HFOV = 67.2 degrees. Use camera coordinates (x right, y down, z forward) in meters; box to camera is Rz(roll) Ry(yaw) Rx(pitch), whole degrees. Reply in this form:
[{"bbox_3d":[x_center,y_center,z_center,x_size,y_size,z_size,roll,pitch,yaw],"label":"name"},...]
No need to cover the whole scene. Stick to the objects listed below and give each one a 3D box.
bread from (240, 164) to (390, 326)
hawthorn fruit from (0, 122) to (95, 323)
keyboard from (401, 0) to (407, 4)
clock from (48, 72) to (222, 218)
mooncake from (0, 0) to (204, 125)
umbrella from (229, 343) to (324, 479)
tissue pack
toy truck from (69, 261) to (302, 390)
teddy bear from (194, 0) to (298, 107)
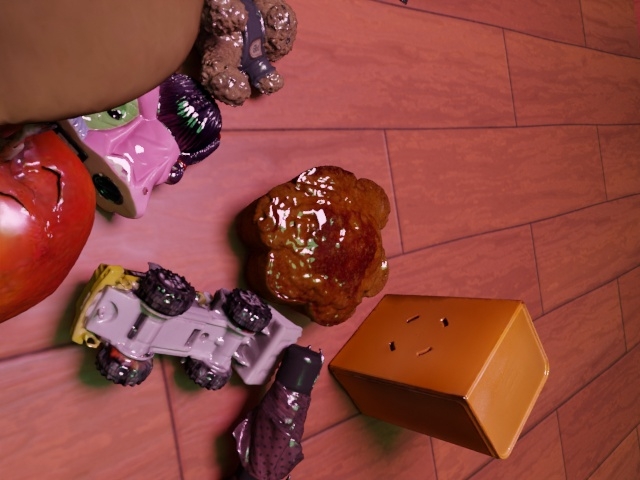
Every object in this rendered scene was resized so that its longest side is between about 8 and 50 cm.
[{"bbox_3d":[-0.005,0.011,0.727,0.246,0.135,0.233,3,85,-38],"label":"bread"},{"bbox_3d":[-0.296,-0.034,0.407,0.211,0.298,0.212,22,59,-41],"label":"hawthorn fruit"},{"bbox_3d":[0.111,-0.541,0.941,0.196,0.015,0.074,14,78,-36],"label":"keyboard"},{"bbox_3d":[-0.227,-0.154,0.591,0.194,0.100,0.196,55,49,-21],"label":"clock"},{"bbox_3d":[-0.297,-0.270,0.317,0.466,0.467,0.262,-30,148,-36],"label":"mooncake"},{"bbox_3d":[-0.072,0.296,0.648,0.090,0.094,0.326,27,85,-62],"label":"umbrella"},{"bbox_3d":[0.183,0.203,0.772,0.194,0.274,0.145,-42,111,-32],"label":"tissue pack"},{"bbox_3d":[-0.159,0.107,0.612,0.285,0.111,0.136,26,102,-43],"label":"toy truck"},{"bbox_3d":[-0.118,-0.294,0.673,0.251,0.129,0.182,-54,150,-54],"label":"teddy bear"}]
